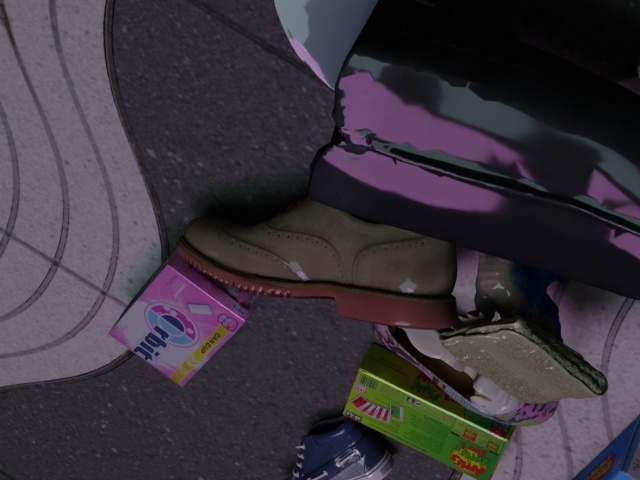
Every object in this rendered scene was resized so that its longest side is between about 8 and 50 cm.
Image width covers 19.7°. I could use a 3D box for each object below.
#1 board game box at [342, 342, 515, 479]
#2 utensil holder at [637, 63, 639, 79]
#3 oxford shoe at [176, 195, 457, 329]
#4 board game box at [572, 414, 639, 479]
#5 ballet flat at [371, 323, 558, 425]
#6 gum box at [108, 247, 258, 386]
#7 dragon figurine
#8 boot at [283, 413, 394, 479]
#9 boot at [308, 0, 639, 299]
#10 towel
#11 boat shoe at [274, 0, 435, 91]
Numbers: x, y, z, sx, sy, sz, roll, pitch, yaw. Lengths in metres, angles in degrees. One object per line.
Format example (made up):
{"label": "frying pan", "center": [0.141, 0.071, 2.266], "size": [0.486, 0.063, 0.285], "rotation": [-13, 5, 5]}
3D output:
{"label": "board game box", "center": [0.122, 0.192, 2.044], "size": [0.181, 0.043, 0.092], "rotation": [26, 140, 8]}
{"label": "utensil holder", "center": [0.457, -0.035, 1.297], "size": [0.385, 0.328, 0.328], "rotation": [-20, 124, 9]}
{"label": "oxford shoe", "center": [0.000, 0.000, 1.901], "size": [0.348, 0.123, 0.130], "rotation": [12, 98, 34]}
{"label": "board game box", "center": [0.395, 0.367, 2.018], "size": [0.308, 0.086, 0.302], "rotation": [32, 140, -1]}
{"label": "ballet flat", "center": [0.148, 0.129, 1.930], "size": [0.221, 0.077, 0.079], "rotation": [32, -178, 4]}
{"label": "gum box", "center": [-0.149, 0.076, 2.080], "size": [0.107, 0.062, 0.188], "rotation": [37, 140, -6]}
{"label": "dragon figurine", "center": [0.203, 0.042, 1.807], "size": [0.085, 0.144, 0.289], "rotation": [-3, 149, 32]}
{"label": "boot", "center": [-0.004, 0.260, 2.184], "size": [0.190, 0.069, 0.086], "rotation": [-27, 107, 37]}
{"label": "boot", "center": [0.199, 0.013, 1.602], "size": [0.445, 0.146, 0.367], "rotation": [16, 123, -2]}
{"label": "towel", "center": [0.194, 0.117, 1.764], "size": [0.148, 0.027, 0.110], "rotation": [34, 149, -33]}
{"label": "boat shoe", "center": [0.062, -0.177, 1.659], "size": [0.113, 0.105, 0.306], "rotation": [-38, 118, 18]}
